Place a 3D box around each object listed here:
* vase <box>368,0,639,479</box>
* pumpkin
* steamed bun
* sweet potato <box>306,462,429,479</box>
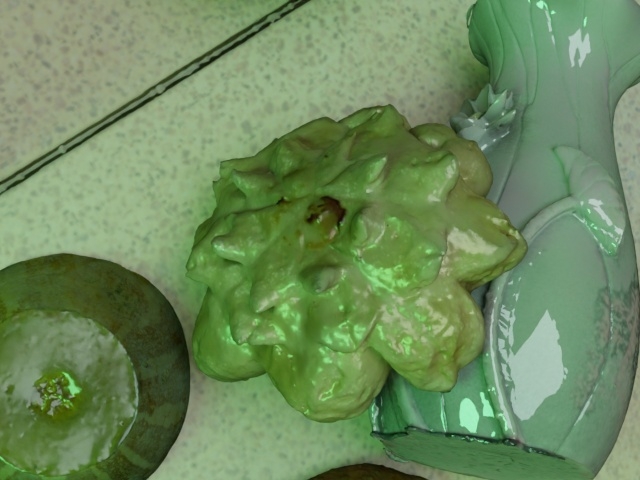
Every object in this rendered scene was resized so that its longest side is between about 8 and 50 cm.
[{"bbox_3d":[0.186,-0.010,1.176,0.250,0.250,0.445,20,69,-19],"label":"vase"},{"bbox_3d":[-0.197,0.113,1.053,0.217,0.110,0.217,2,85,-19],"label":"pumpkin"},{"bbox_3d":[0.000,0.000,1.053,0.137,0.292,0.295,43,17,-50],"label":"steamed bun"},{"bbox_3d":[-0.026,0.246,1.120,0.314,0.072,0.066,-15,102,-27],"label":"sweet potato"}]
